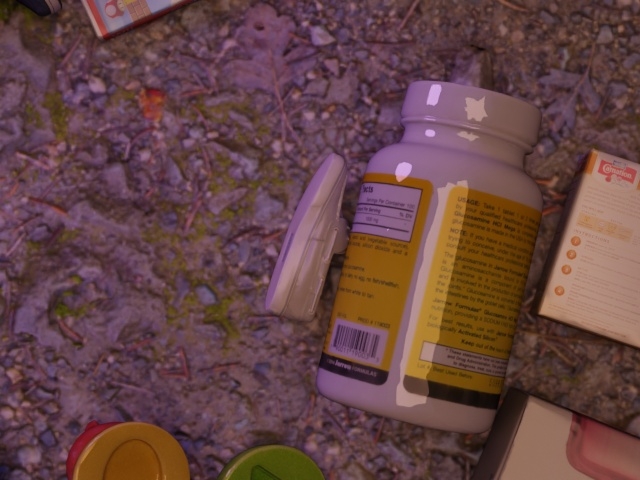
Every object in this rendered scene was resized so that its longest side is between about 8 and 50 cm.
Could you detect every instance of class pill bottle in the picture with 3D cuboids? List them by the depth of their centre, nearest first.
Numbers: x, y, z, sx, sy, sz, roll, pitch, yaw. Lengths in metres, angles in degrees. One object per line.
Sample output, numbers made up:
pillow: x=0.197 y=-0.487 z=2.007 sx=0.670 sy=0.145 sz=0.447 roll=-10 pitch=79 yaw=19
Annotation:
pill bottle: x=0.121 y=0.016 z=1.303 sx=0.188 sy=0.188 sz=0.333 roll=14 pitch=88 yaw=1

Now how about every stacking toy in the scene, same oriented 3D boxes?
stacking toy: x=-0.145 y=0.336 z=1.356 sx=0.280 sy=0.130 sz=0.308 roll=2 pitch=90 yaw=-26

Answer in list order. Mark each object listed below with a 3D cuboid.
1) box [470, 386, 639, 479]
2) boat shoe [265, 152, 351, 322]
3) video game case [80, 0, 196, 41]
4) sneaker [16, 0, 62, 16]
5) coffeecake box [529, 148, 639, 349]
box: x=0.287 y=0.253 z=1.311 sx=0.232 sy=0.148 sz=0.126 roll=22 pitch=87 yaw=1
boat shoe: x=0.000 y=0.000 z=1.368 sx=0.063 sy=0.066 sz=0.184 roll=21 pitch=85 yaw=-13
video game case: x=-0.153 y=-0.367 z=1.402 sx=0.285 sy=0.025 sz=0.204 roll=-24 pitch=88 yaw=-1
sneaker: x=-0.399 y=-0.277 z=1.361 sx=0.226 sy=0.086 sz=0.163 roll=41 pitch=77 yaw=11
coffeecake box: x=0.322 y=0.013 z=1.361 sx=0.142 sy=0.068 sz=0.185 roll=19 pitch=88 yaw=1
